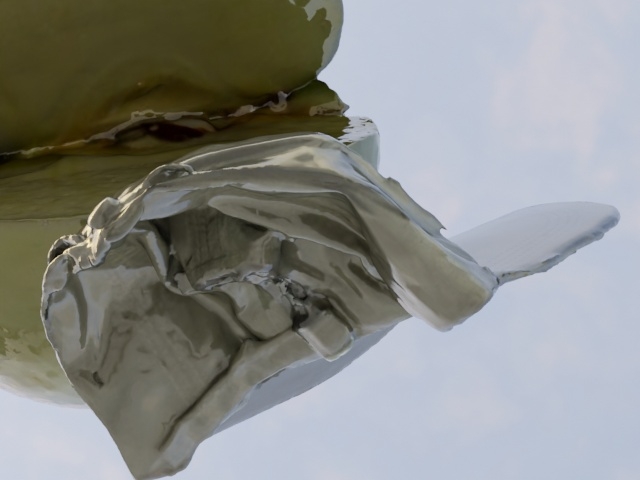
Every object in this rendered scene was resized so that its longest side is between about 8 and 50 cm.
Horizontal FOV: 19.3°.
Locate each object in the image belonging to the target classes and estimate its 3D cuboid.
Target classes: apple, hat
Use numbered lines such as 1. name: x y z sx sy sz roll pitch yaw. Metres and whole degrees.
1. apple: -0.107 -0.056 1.019 0.292 0.254 0.292 167 -90 -70
2. hat: 0.000 0.000 0.844 0.214 0.245 0.149 -30 -81 34
